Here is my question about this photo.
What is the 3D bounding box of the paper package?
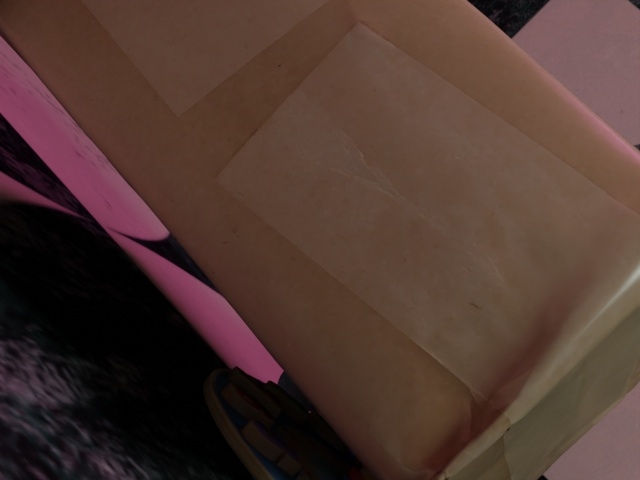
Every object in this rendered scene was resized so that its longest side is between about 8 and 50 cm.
[{"bbox_3d":[0.019,-0.015,0.585,0.325,0.168,0.309,47,-5,22],"label":"paper package"}]

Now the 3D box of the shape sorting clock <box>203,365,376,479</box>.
[{"bbox_3d":[0.017,0.141,0.601,0.206,0.040,0.206,45,2,-2],"label":"shape sorting clock"}]

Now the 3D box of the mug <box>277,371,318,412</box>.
[{"bbox_3d":[0.064,0.116,0.760,0.158,0.129,0.097,44,-5,11],"label":"mug"}]
